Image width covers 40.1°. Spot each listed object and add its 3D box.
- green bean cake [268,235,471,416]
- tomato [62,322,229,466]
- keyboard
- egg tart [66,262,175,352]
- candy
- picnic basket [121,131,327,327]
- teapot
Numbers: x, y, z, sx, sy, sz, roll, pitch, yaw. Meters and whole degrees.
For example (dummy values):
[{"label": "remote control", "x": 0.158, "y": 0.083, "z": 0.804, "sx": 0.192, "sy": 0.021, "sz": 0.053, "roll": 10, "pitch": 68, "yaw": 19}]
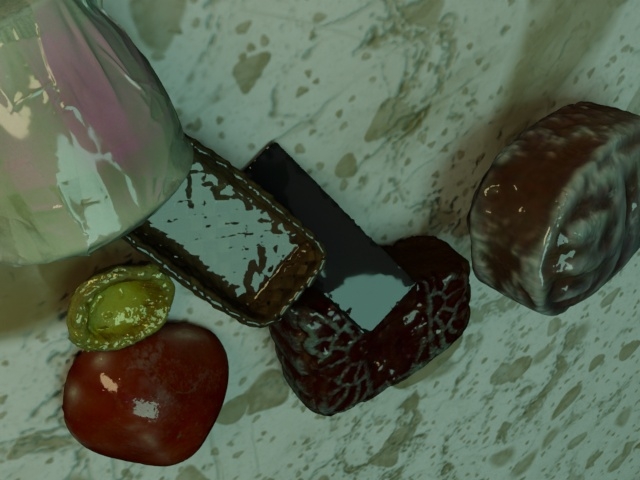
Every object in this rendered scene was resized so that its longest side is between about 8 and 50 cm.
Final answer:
[{"label": "green bean cake", "x": 0.059, "y": 0.078, "z": 0.957, "sx": 0.232, "sy": 0.097, "sz": 0.199, "roll": -26, "pitch": 135, "yaw": -20}, {"label": "tomato", "x": -0.166, "y": 0.167, "z": 0.862, "sx": 0.174, "sy": 0.082, "sz": 0.166, "roll": 7, "pitch": 118, "yaw": -44}, {"label": "keyboard", "x": 0.000, "y": 0.000, "z": 0.830, "sx": 0.196, "sy": 0.015, "sz": 0.074, "roll": 44, "pitch": 86, "yaw": -12}, {"label": "egg tart", "x": -0.182, "y": 0.055, "z": 0.789, "sx": 0.105, "sy": 0.039, "sz": 0.105, "roll": -21, "pitch": 133, "yaw": -24}, {"label": "candy", "x": 0.279, "y": -0.041, "z": 0.985, "sx": 0.289, "sy": 0.157, "sz": 0.214, "roll": -30, "pitch": 135, "yaw": -38}, {"label": "picnic basket", "x": -0.090, "y": -0.011, "z": 0.762, "sx": 0.193, "sy": 0.055, "sz": 0.110, "roll": 40, "pitch": 94, "yaw": -25}, {"label": "teapot", "x": -0.214, "y": -0.088, "z": 0.593, "sx": 0.221, "sy": 0.163, "sz": 0.178, "roll": -9, "pitch": 122, "yaw": 19}]
